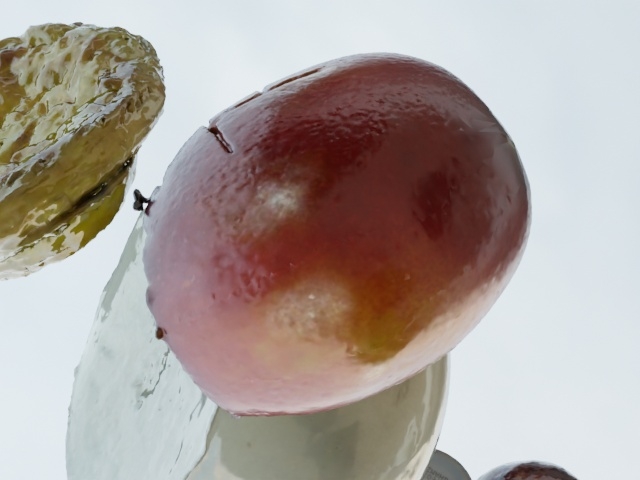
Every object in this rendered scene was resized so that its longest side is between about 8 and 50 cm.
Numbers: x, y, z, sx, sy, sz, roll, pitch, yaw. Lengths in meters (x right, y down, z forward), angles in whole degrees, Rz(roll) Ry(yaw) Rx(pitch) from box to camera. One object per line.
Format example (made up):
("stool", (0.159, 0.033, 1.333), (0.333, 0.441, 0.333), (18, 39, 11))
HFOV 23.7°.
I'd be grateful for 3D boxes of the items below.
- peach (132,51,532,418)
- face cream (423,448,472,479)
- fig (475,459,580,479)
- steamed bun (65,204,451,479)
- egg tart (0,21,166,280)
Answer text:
("peach", (0.000, 0.000, 0.845), (0.226, 0.190, 0.196), (-33, -123, -17))
("face cream", (0.083, 0.270, 1.467), (0.107, 0.269, 0.073), (35, -112, 10))
("fig", (0.217, 0.310, 1.605), (0.175, 0.175, 0.207), (55, -176, -3))
("steamed bun", (-0.038, 0.106, 1.107), (0.206, 0.324, 0.324), (17, -129, -27))
("egg tart", (-0.274, -0.069, 1.379), (0.129, 0.341, 0.341), (61, -151, -34))
